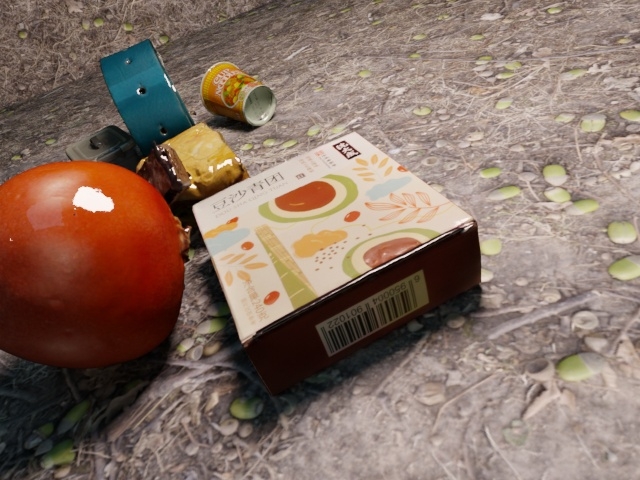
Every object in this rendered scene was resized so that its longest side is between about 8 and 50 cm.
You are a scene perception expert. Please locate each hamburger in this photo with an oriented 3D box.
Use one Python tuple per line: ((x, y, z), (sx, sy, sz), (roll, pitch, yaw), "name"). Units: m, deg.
((-0.279, -0.129, 1.027), (0.208, 0.162, 0.330), (-31, 41, -12), "hamburger")

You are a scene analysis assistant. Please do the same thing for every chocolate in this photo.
((-0.338, -0.066, 0.918), (0.065, 0.103, 0.329), (-21, -10, -47), "chocolate")

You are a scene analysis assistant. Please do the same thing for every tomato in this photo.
((-0.364, 0.039, 0.722), (0.321, 0.322, 0.322), (-12, 37, 9), "tomato")

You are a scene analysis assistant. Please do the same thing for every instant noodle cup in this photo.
((-0.230, -0.413, 1.378), (0.168, 0.169, 0.185), (-39, 51, -24), "instant noodle cup")

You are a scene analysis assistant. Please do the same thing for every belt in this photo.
((-0.451, -0.371, 1.286), (0.173, 0.300, 0.436), (-27, 34, -11), "belt")

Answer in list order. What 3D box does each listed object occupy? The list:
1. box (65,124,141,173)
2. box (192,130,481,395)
((-0.590, -0.228, 1.313), (0.162, 0.130, 0.227), (-36, 39, -20), "box")
((0.000, 0.000, 0.775), (0.344, 0.122, 0.385), (-26, 37, -8), "box")
